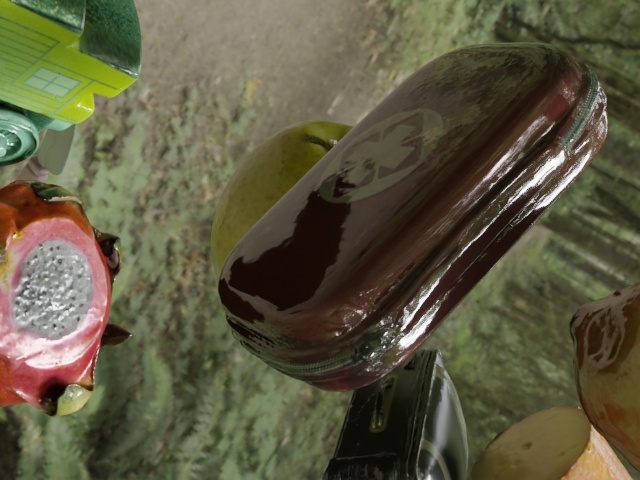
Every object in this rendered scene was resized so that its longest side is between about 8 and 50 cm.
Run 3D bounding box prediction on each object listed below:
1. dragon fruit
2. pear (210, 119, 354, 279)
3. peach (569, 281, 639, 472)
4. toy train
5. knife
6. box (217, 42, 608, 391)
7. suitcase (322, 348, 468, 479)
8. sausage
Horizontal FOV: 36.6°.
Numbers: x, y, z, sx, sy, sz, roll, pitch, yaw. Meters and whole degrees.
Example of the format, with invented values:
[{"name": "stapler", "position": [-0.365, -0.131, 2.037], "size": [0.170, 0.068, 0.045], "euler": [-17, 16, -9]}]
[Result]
[{"name": "dragon fruit", "position": [-0.351, 0.064, 1.133], "size": [0.291, 0.189, 0.290], "euler": [-10, 102, -54]}, {"name": "pear", "position": [0.000, 0.000, 1.609], "size": [0.362, 0.362, 0.418], "euler": [-45, 157, -49]}, {"name": "peach", "position": [0.322, 0.110, 0.836], "size": [0.232, 0.232, 0.232], "euler": [-55, 168, -17]}, {"name": "toy train", "position": [-0.393, -0.231, 0.990], "size": [0.272, 0.179, 0.442], "euler": [-29, 151, 32]}, {"name": "knife", "position": [-0.468, -0.142, 1.656], "size": [0.043, 0.081, 0.336], "euler": [-19, 156, -44]}, {"name": "box", "position": [0.081, -0.038, 0.898], "size": [0.404, 0.108, 0.263], "euler": [-45, -152, -16]}, {"name": "suitcase", "position": [0.137, 0.376, 1.619], "size": [0.434, 0.194, 0.283], "euler": [-66, 145, -62]}, {"name": "sausage", "position": [0.412, 0.449, 1.579], "size": [0.233, 0.287, 0.233], "euler": [-34, -171, 6]}]
